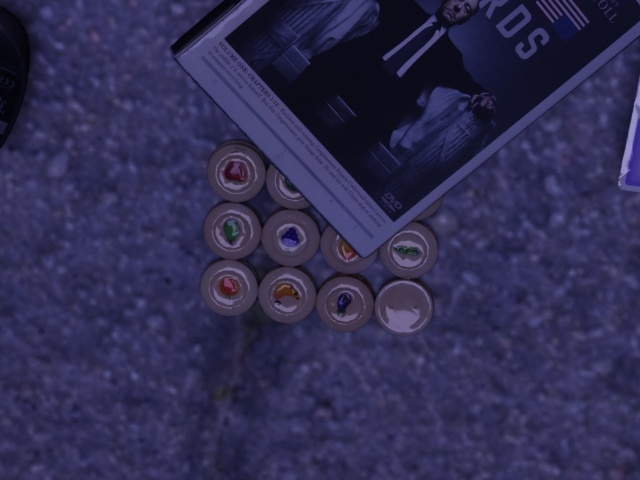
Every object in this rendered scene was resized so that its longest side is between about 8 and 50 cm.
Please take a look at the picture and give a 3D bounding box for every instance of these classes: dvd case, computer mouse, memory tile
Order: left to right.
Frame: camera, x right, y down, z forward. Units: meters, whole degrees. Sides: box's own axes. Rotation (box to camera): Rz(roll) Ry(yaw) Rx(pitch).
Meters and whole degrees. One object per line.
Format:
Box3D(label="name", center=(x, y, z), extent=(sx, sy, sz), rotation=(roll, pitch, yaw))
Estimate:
Box3D(label="computer mouse", center=(-0.249, -0.044, 1.215), extent=(0.071, 0.041, 0.242), rotation=(26, 110, -19))
Box3D(label="memory tile", center=(0.000, 0.000, 1.210), extent=(0.148, 0.012, 0.113), rotation=(6, 104, 3))
Box3D(label="dvd case", center=(0.061, -0.124, 1.130), extent=(0.238, 0.029, 0.179), rotation=(-39, 117, 9))

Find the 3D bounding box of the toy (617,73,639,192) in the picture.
Box3D(label="toy", center=(0.264, -0.129, 1.124), extent=(0.137, 0.056, 0.237), rotation=(7, 107, -11))
